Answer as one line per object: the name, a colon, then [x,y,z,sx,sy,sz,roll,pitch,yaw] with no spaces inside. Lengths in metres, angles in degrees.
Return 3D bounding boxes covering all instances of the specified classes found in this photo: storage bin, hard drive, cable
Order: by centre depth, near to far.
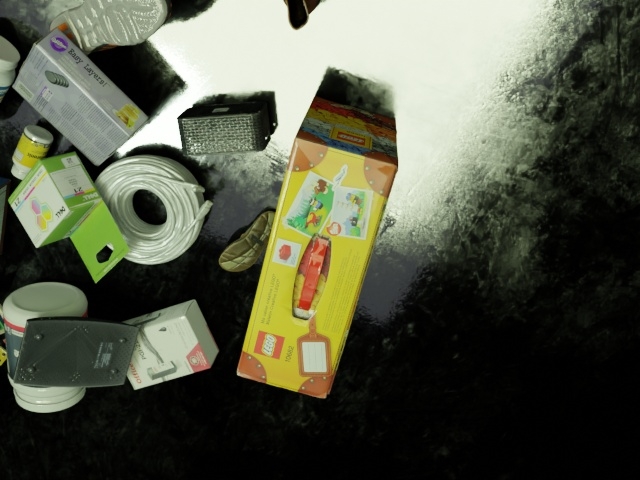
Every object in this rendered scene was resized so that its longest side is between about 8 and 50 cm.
storage bin: [-0.203,-0.240,1.551,0.180,0.122,0.084,-2,113,6]
cable: [-0.393,-0.073,1.658,0.257,0.089,0.257,30,113,-6]
hard drive: [-0.560,0.252,1.666,0.254,0.054,0.172,8,107,-34]

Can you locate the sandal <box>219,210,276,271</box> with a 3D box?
sandal: [-0.162,0.002,1.693,0.072,0.049,0.180,40,96,-17]

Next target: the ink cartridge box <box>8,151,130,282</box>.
ink cartridge box: [-0.557,-0.037,1.609,0.188,0.097,0.255,-35,84,40]

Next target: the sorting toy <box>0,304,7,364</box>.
sorting toy: [-0.865,0.204,1.839,0.132,0.046,0.275,-21,110,14]

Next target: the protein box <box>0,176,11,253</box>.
protein box: [-0.851,-0.057,1.679,0.199,0.136,0.201,16,113,-2]

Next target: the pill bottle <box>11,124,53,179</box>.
pill bottle: [-0.655,-0.196,1.642,0.065,0.065,0.116,30,113,-8]

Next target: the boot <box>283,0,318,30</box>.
boot: [-0.089,-0.525,1.335,0.096,0.280,0.264,-17,110,12]

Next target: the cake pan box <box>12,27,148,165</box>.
cake pan box: [-0.504,-0.284,1.507,0.246,0.070,0.266,47,151,-16]

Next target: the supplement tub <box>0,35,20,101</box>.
supplement tub: [-0.744,-0.341,1.546,0.144,0.144,0.200,38,111,-10]

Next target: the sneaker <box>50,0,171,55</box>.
sneaker: [-0.377,-0.452,1.432,0.321,0.180,0.125,-2,115,37]

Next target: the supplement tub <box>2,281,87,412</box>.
supplement tub: [-0.660,0.256,1.762,0.191,0.191,0.272,6,113,3]

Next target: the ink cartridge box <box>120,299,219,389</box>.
ink cartridge box: [-0.386,0.258,1.793,0.217,0.092,0.159,-17,109,14]

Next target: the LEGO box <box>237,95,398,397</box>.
LEGO box: [0.000,0.000,1.498,0.193,0.372,0.501,15,113,-1]
